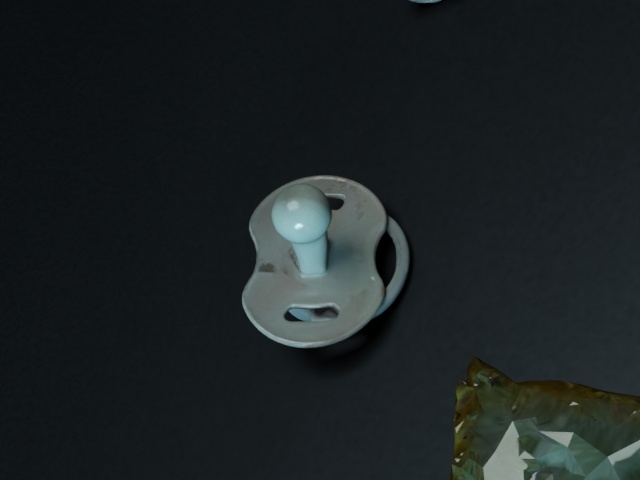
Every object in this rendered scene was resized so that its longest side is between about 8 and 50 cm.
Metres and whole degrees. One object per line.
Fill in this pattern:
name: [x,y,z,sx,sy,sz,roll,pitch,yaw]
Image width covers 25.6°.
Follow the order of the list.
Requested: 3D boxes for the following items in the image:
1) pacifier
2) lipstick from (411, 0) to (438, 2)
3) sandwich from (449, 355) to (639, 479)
pacifier: [0.000,0.000,0.679,0.081,0.078,0.099,-4,55,10]
lipstick: [0.058,-0.199,0.797,0.040,0.040,0.141,-19,51,26]
sandwich: [0.121,0.191,0.307,0.271,0.099,0.301,3,66,38]
